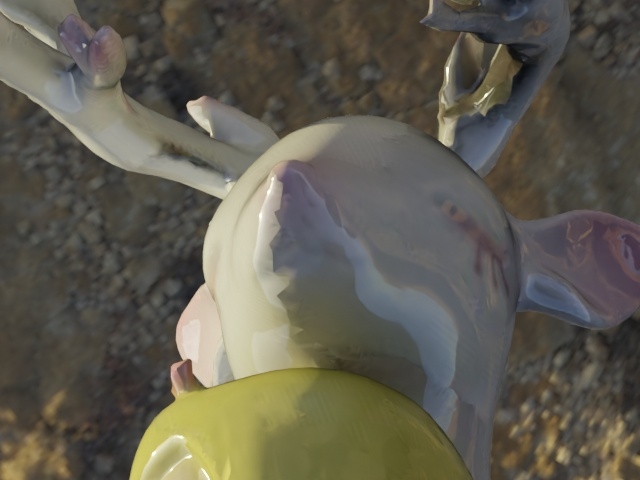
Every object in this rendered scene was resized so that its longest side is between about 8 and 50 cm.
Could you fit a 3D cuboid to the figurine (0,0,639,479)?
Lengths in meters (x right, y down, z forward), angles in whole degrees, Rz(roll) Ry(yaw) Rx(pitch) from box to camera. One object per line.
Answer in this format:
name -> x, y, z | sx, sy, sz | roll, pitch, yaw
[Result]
figurine -> 0.014, -0.002, 0.414 | 0.206, 0.316, 0.284 | -23, 132, 0
